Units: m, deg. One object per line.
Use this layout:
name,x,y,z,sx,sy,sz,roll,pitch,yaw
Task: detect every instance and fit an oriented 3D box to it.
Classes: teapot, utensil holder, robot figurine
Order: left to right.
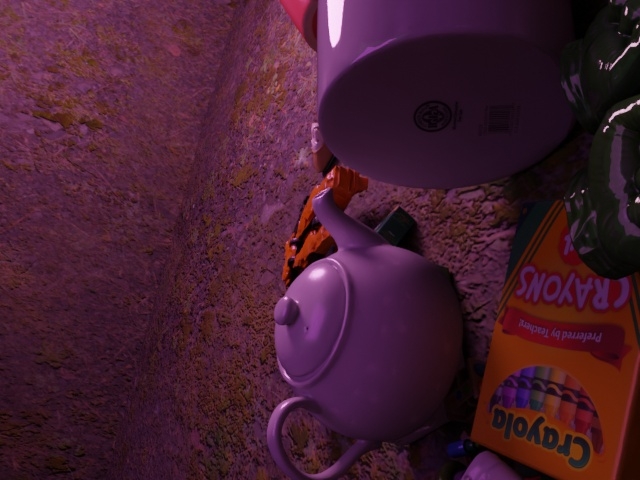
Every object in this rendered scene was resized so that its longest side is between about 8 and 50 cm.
robot figurine,0.000,0.000,1.315,0.291,0.085,0.211,125,154,-58
teapot,0.029,0.114,0.838,0.252,0.187,0.256,-58,31,21
utensil holder,0.148,-0.305,0.903,0.327,0.327,0.386,-40,41,53

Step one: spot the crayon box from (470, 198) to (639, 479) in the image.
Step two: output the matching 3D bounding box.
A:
crayon box,0.254,0.118,0.679,0.202,0.081,0.319,-1,75,66

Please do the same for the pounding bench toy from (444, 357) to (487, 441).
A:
pounding bench toy,0.186,0.189,0.825,0.065,0.052,0.083,-52,31,41

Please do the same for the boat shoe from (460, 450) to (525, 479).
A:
boat shoe,0.149,0.331,0.729,0.084,0.095,0.258,49,125,50

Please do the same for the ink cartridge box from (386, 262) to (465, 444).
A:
ink cartridge box,0.113,0.151,0.970,0.154,0.093,0.212,-48,35,44

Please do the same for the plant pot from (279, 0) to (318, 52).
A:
plant pot,0.034,-0.519,1.428,0.275,0.275,0.243,-52,42,42

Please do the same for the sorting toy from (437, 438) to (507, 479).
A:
sorting toy,0.170,0.245,0.770,0.042,0.102,0.061,-34,87,48

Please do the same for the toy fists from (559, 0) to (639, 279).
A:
toy fists,0.272,-0.108,0.581,0.142,0.096,0.279,-35,39,51

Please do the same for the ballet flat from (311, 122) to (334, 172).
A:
ballet flat,0.020,-0.252,1.489,0.232,0.073,0.080,-63,24,25

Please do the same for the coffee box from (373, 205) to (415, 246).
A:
coffee box,0.069,0.031,1.103,0.184,0.040,0.113,-47,-1,-42
